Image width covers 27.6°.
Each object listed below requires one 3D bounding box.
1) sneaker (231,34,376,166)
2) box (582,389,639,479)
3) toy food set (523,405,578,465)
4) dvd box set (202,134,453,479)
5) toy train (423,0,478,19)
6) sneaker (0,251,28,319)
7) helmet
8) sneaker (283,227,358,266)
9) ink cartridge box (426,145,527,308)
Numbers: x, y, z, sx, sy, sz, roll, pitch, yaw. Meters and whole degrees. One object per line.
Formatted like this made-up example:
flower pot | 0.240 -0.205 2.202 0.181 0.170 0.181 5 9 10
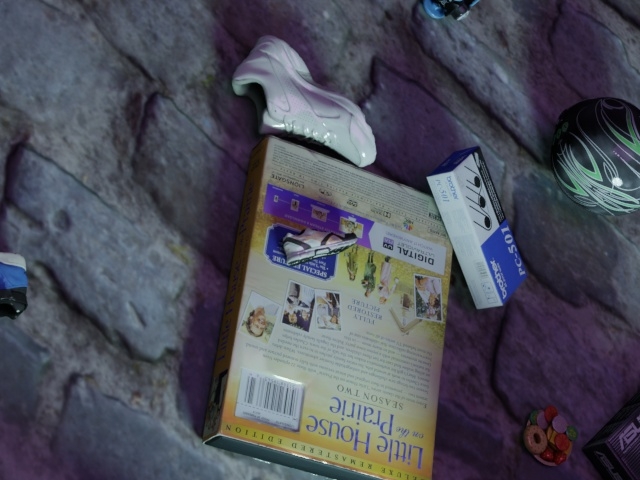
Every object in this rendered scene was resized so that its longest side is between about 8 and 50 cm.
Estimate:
sneaker | -0.030 -0.167 1.779 0.232 0.090 0.115 40 65 5
box | 0.537 0.311 1.912 0.270 0.060 0.216 -35 90 -34
toy food set | 0.323 0.275 1.832 0.083 0.020 0.083 38 58 -11
dvd box set | 0.024 0.100 1.712 0.307 0.062 0.421 18 63 -22
toy train | 0.178 -0.423 1.993 0.184 0.080 0.105 52 50 -2
sneaker | -0.409 0.057 1.493 0.152 0.058 0.085 5 60 -34
helmet | 0.432 -0.119 1.963 0.169 0.169 0.162 14 49 -23
sneaker | 0.000 0.000 1.677 0.109 0.040 0.044 -12 75 -32
ink cartridge box | 0.222 -0.018 1.824 0.097 0.046 0.207 -41 114 -50
